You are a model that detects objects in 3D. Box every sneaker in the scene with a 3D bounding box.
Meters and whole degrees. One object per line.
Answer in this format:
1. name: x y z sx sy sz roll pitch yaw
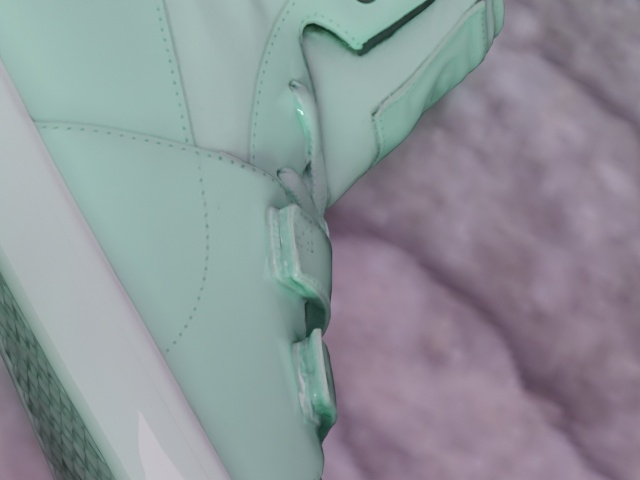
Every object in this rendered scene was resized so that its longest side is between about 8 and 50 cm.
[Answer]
1. sneaker: 0.000 -0.001 0.443 0.151 0.094 0.256 -23 80 -19
